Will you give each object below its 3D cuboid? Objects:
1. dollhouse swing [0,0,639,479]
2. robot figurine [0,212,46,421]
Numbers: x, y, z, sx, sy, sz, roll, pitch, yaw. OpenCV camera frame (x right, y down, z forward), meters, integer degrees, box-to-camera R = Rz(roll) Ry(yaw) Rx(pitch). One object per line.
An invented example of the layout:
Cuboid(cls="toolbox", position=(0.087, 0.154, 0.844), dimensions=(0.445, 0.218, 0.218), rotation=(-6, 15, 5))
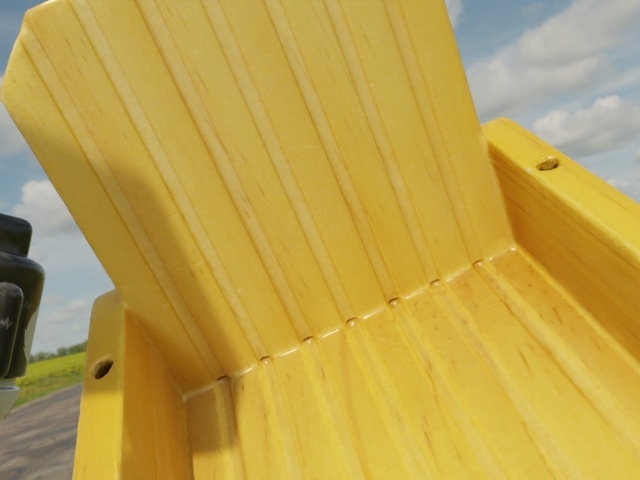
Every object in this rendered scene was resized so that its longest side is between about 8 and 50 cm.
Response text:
Cuboid(cls="dollhouse swing", position=(0.000, 0.000, 0.322), dimensions=(0.347, 0.305, 0.315), rotation=(-23, 36, -2))
Cuboid(cls="robot figurine", position=(-0.439, 0.100, 0.684), dimensions=(0.174, 0.278, 0.209), rotation=(8, -14, -11))
